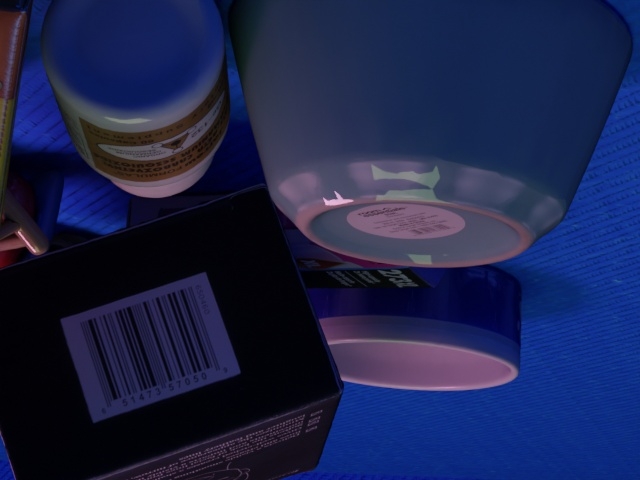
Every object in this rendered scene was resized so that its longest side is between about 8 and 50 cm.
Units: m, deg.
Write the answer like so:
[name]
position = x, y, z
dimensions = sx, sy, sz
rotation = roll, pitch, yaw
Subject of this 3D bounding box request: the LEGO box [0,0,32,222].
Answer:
[LEGO box]
position = -0.412, 0.004, 1.224
dimensions = 0.373, 0.193, 0.500
rotation = 8, 119, -10

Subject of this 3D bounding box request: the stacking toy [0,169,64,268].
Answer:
[stacking toy]
position = -0.410, -0.045, 1.705
dimensions = 0.175, 0.165, 0.302
rotation = -21, 136, 39

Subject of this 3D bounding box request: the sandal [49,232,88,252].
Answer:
[sandal]
position = -0.273, 0.020, 2.007
dimensions = 0.219, 0.060, 0.090
rotation = -4, 176, -25

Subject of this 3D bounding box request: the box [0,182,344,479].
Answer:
[box]
position = -0.159, 0.138, 1.703
dimensions = 0.294, 0.212, 0.395
rotation = -18, 165, -9

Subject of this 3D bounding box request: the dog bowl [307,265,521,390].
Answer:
[dog bowl]
position = 0.101, 0.098, 2.063
dimensions = 0.265, 0.104, 0.265
rotation = 5, 165, 1

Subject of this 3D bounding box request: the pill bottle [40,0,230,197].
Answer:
[pill bottle]
position = -0.134, -0.113, 1.351
dimensions = 0.131, 0.131, 0.229
rotation = 5, 164, 1

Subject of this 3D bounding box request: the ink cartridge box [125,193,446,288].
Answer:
[ink cartridge box]
position = 0.000, 0.000, 1.840
dimensions = 0.371, 0.069, 0.176
rotation = -4, 162, 21

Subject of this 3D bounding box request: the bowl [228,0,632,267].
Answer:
[bowl]
position = 0.079, -0.080, 1.349
dimensions = 0.312, 0.163, 0.311
rotation = 4, 164, 1

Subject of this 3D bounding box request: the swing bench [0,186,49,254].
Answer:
[swing bench]
position = -0.403, -0.062, 1.491
dimensions = 0.253, 0.254, 0.165
rotation = -10, -163, 45
